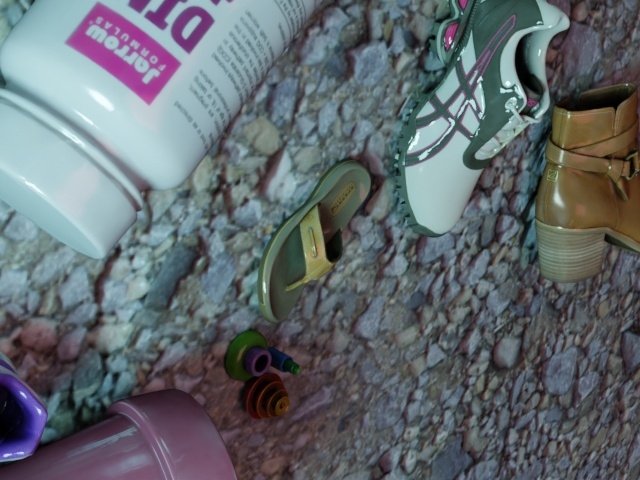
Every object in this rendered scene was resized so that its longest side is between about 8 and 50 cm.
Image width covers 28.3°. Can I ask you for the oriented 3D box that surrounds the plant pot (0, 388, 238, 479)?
[{"bbox_3d":[-0.178,0.232,1.015,0.180,0.201,0.201,-10,116,-28],"label":"plant pot"}]

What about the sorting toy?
[{"bbox_3d":[-0.050,0.131,1.216,0.061,0.042,0.102,-42,135,-28],"label":"sorting toy"}]

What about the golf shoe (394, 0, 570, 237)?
[{"bbox_3d":[0.157,-0.124,1.271,0.105,0.120,0.272,-3,111,-50],"label":"golf shoe"}]

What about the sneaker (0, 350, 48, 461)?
[{"bbox_3d":[-0.283,0.107,0.886,0.236,0.105,0.095,23,91,-50],"label":"sneaker"}]

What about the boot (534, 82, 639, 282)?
[{"bbox_3d":[0.360,-0.089,1.553,0.283,0.109,0.220,-17,117,-35],"label":"boot"}]

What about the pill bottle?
[{"bbox_3d":[-0.123,-0.137,0.903,0.283,0.160,0.160,-55,140,-14],"label":"pill bottle"}]

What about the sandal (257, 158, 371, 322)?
[{"bbox_3d":[0.000,0.000,1.203,0.180,0.049,0.072,-54,140,-16],"label":"sandal"}]
